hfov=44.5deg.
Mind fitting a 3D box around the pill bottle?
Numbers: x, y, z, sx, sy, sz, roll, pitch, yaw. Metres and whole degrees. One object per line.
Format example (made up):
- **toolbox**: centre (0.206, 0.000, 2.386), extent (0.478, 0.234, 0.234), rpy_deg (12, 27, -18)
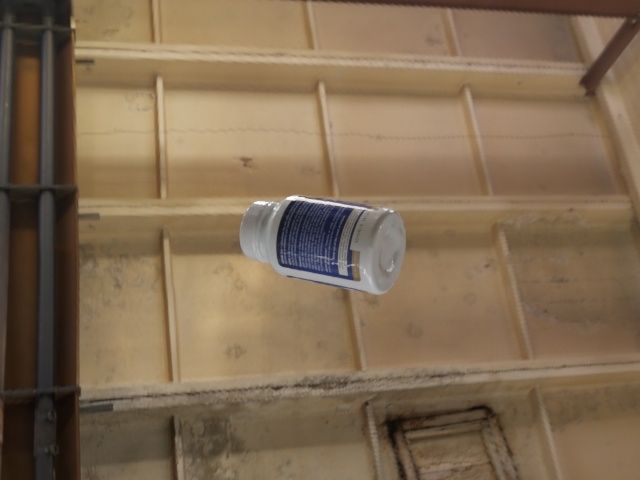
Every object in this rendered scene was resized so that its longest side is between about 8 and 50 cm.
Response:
- **pill bottle**: centre (0.000, 0.000, 0.610), extent (0.120, 0.067, 0.067), rpy_deg (10, -128, 28)
